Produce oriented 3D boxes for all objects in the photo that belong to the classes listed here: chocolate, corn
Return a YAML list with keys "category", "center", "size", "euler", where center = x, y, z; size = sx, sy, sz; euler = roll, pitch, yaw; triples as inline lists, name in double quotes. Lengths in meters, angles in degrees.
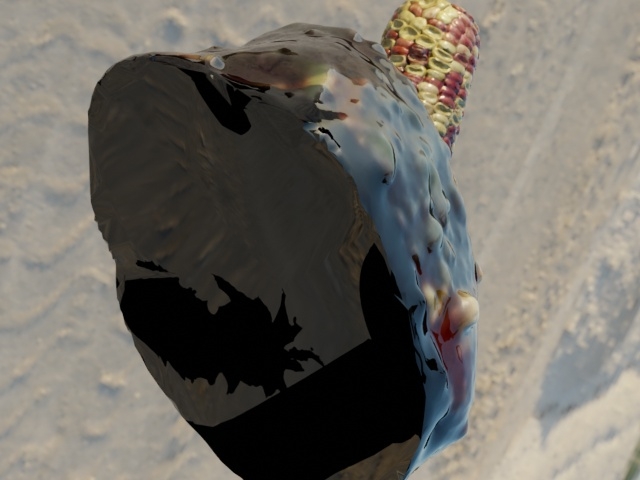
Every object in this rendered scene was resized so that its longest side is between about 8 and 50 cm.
- category: "chocolate"
  center: [0.000, 0.000, 0.921]
  size: [0.210, 0.225, 0.340]
  euler: [-42, 114, -55]
- category: "corn"
  center: [0.074, -0.083, 1.210]
  size: [0.098, 0.098, 0.290]
  euler: [44, 62, -73]
